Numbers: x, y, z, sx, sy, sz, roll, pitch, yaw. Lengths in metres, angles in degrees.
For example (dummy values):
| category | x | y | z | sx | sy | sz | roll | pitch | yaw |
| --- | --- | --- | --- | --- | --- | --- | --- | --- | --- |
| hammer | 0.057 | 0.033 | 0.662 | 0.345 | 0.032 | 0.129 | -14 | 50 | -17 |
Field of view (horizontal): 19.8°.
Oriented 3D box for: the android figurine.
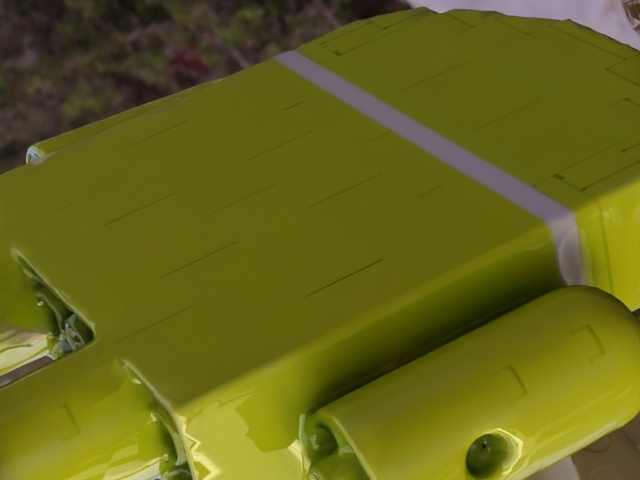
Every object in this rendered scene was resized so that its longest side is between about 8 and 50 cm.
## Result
| category | x | y | z | sx | sy | sz | roll | pitch | yaw |
| --- | --- | --- | --- | --- | --- | --- | --- | --- | --- |
| android figurine | 0.000 | 0.000 | 0.564 | 0.248 | 0.272 | 0.056 | 34 | 142 | 52 |

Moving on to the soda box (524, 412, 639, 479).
| category | x | y | z | sx | sy | sz | roll | pitch | yaw |
| --- | --- | --- | --- | --- | --- | --- | --- | --- | --- |
| soda box | 0.157 | 0.108 | 0.767 | 0.181 | 0.058 | 0.061 | 5 | -131 | -33 |

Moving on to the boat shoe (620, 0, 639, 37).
| category | x | y | z | sx | sy | sz | roll | pitch | yaw |
| --- | --- | --- | --- | --- | --- | --- | --- | --- | --- |
| boat shoe | 0.153 | -0.106 | 0.744 | 0.153 | 0.056 | 0.048 | 44 | -147 | -52 |
